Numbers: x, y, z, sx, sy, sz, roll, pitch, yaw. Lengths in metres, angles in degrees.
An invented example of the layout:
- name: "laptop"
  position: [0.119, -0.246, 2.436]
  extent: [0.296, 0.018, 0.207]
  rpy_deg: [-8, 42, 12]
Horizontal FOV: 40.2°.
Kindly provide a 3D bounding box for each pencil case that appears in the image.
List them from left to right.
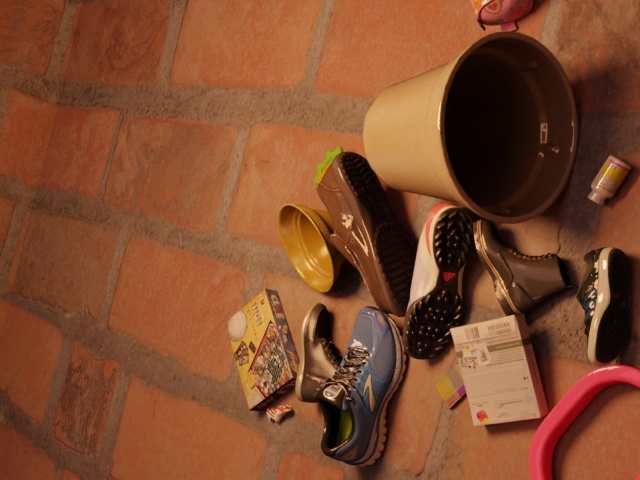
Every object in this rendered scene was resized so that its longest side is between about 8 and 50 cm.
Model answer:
- name: "pencil case"
  position: [0.338, -0.561, 1.765]
  extent: [0.124, 0.124, 0.284]
  rpy_deg: [-32, 59, 36]

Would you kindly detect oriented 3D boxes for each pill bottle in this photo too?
- name: "pill bottle"
  position: [0.503, -0.104, 1.530]
  extent: [0.043, 0.043, 0.083]
  rpy_deg: [44, 112, 42]

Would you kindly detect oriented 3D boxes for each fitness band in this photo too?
- name: "fitness band"
  position: [0.467, 0.342, 1.446]
  extent: [0.290, 0.054, 0.209]
  rpy_deg: [-55, 47, 19]

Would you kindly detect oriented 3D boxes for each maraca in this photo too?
- name: "maraca"
  position: [0.041, -0.134, 1.969]
  extent: [0.127, 0.099, 0.185]
  rpy_deg: [-51, 43, 19]

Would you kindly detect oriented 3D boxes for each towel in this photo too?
- name: "towel"
  position: [0.262, 0.281, 1.702]
  extent: [0.083, 0.009, 0.060]
  rpy_deg: [-50, 49, 24]

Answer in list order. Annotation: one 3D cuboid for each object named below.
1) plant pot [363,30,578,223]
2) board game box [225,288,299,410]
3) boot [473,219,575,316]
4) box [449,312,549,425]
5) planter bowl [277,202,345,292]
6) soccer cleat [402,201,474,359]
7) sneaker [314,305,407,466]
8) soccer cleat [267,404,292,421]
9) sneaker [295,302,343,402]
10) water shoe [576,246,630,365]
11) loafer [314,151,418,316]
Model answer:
- name: "plant pot"
  position: [0.254, -0.200, 1.645]
  extent: [0.305, 0.334, 0.333]
  rpy_deg: [4, 83, 58]
- name: "board game box"
  position: [-0.136, 0.261, 2.089]
  extent: [0.165, 0.042, 0.243]
  rpy_deg: [-40, 54, 32]
- name: "boot"
  position: [0.376, 0.030, 1.615]
  extent: [0.137, 0.077, 0.197]
  rpy_deg: [-32, 72, 31]
- name: "box"
  position: [0.325, 0.237, 1.597]
  extent: [0.145, 0.038, 0.186]
  rpy_deg: [-20, 80, 41]
- name: "planter bowl"
  position: [0.000, 0.000, 1.954]
  extent: [0.217, 0.090, 0.217]
  rpy_deg: [44, 149, 35]
- name: "soccer cleat"
  position: [0.229, 0.079, 1.738]
  extent: [0.116, 0.109, 0.318]
  rpy_deg: [-118, 38, -75]
- name: "sneaker"
  position: [0.075, 0.296, 1.789]
  extent: [0.130, 0.147, 0.329]
  rpy_deg: [4, 82, 46]
- name: "soccer cleat"
  position: [-0.094, 0.401, 2.022]
  extent: [0.083, 0.029, 0.035]
  rpy_deg: [-18, 76, 45]
- name: "sneaker"
  position: [0.021, 0.247, 1.921]
  extent: [0.118, 0.083, 0.222]
  rpy_deg: [-2, 76, 31]
- name: "water shoe"
  position: [0.480, 0.113, 1.494]
  extent: [0.080, 0.073, 0.203]
  rpy_deg: [-8, 68, 67]
- name: "loafer"
  position: [0.100, -0.003, 1.832]
  extent: [0.130, 0.134, 0.365]
  rpy_deg: [-35, 70, 44]
